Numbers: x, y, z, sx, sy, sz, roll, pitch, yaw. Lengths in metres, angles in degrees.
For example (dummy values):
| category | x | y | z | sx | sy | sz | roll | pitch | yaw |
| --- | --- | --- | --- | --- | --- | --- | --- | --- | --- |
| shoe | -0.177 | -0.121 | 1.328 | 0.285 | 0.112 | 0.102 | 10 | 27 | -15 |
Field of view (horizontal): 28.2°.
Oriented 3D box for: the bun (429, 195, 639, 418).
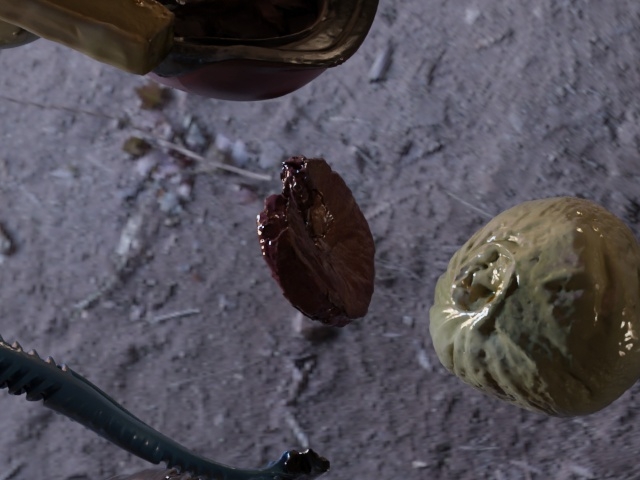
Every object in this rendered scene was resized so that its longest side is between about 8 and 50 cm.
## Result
| category | x | y | z | sx | sy | sz | roll | pitch | yaw |
| --- | --- | --- | --- | --- | --- | --- | --- | --- | --- |
| bun | 0.216 | 0.069 | 1.272 | 0.244 | 0.153 | 0.244 | -16 | 66 | 41 |

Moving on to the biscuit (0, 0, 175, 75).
| category | x | y | z | sx | sy | sz | roll | pitch | yaw |
| --- | --- | --- | --- | --- | --- | --- | --- | --- | --- |
| biscuit | -0.212 | -0.190 | 1.036 | 0.188 | 0.056 | 0.052 | 22 | 137 | 8 |

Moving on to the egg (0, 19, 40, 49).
| category | x | y | z | sx | sy | sz | roll | pitch | yaw |
| --- | --- | --- | --- | --- | --- | --- | --- | --- | --- |
| egg | -0.467 | -0.436 | 1.844 | 0.278 | 0.278 | 0.336 | -35 | 33 | 19 |

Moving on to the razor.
| category | x | y | z | sx | sy | sz | roll | pitch | yaw |
| --- | --- | --- | --- | --- | --- | --- | --- | --- | --- |
| razor | -0.121 | 0.119 | 0.837 | 0.253 | 0.082 | 0.042 | 25 | 63 | -10 |

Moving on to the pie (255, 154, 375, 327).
| category | x | y | z | sx | sy | sz | roll | pitch | yaw |
| --- | --- | --- | --- | --- | --- | --- | --- | --- | --- |
| pie | 0.000 | 0.000 | 1.515 | 0.054 | 0.204 | 0.218 | -22 | 38 | 26 |

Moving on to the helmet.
| category | x | y | z | sx | sy | sz | roll | pitch | yaw |
| --- | --- | --- | --- | --- | --- | --- | --- | --- | --- |
| helmet | -0.084 | -0.208 | 1.181 | 0.253 | 0.154 | 0.198 | 22 | 60 | 0 |

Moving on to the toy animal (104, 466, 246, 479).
| category | x | y | z | sx | sy | sz | roll | pitch | yaw |
| --- | --- | --- | --- | --- | --- | --- | --- | --- | --- |
| toy animal | -0.180 | 0.339 | 1.649 | 0.343 | 0.168 | 0.106 | -27 | 66 | 53 |
